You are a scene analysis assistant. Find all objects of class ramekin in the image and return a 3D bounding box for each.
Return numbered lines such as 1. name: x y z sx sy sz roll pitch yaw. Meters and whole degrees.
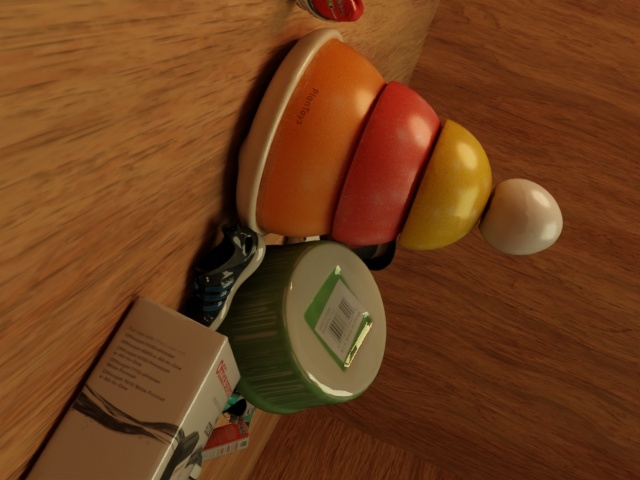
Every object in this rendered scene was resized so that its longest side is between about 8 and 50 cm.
1. ramekin: -0.019 0.142 1.026 0.148 0.303 0.303 -15 -147 39

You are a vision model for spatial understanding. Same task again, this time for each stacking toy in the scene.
1. stacking toy: 0.138 -0.089 0.933 0.350 0.480 0.350 24 90 -83

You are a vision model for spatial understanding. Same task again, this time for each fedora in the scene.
1. fedora: 0.075 -0.043 1.715 0.152 0.334 0.334 -26 151 -27

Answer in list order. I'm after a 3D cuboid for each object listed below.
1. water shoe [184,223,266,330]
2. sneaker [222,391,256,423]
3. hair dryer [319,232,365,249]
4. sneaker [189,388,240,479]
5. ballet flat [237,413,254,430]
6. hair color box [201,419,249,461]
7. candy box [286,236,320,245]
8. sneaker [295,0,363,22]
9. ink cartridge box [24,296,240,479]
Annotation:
1. water shoe: -0.167 0.061 0.890 0.080 0.073 0.203 31 94 -43
2. sneaker: -0.191 0.339 1.266 0.281 0.105 0.115 79 4 -59
3. hair dryer: 0.050 -0.078 1.134 0.223 0.294 0.080 -58 161 -31
4. sneaker: -0.216 0.292 1.010 0.178 0.124 0.295 -53 166 -24
5. ballet flat: -0.254 0.597 1.909 0.052 0.057 0.168 -60 177 28
6. hair color box: -0.231 0.444 1.300 0.072 0.141 0.043 105 -33 -50
7. candy box: 0.000 0.000 1.512 0.165 0.070 0.196 -17 143 -28
8. sneaker: 0.058 -0.419 0.759 0.107 0.118 0.279 -54 166 -62
9. ink cartridge box: -0.228 0.256 0.734 0.223 0.129 0.307 97 18 -64
